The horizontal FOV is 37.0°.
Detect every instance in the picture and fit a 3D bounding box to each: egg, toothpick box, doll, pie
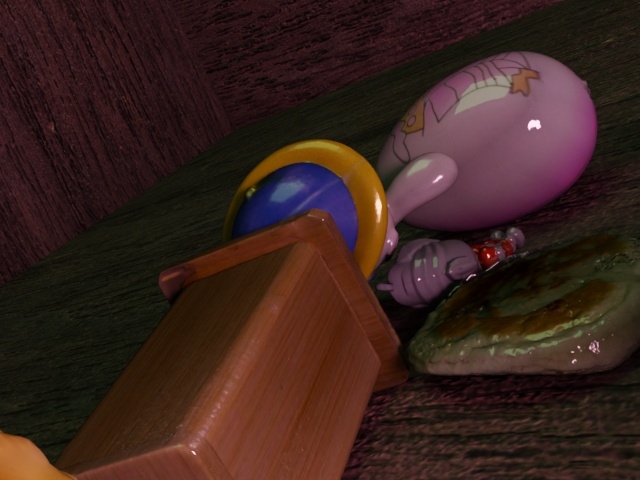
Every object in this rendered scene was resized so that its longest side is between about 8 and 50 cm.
[{"bbox_3d":[0.190,-0.113,1.129,0.271,0.196,0.196,-13,19,25],"label":"egg"},{"bbox_3d":[-0.069,0.139,0.766,0.190,0.187,0.308,-20,20,25],"label":"toothpick box"},{"bbox_3d":[-0.026,0.011,0.997,0.311,0.159,0.242,-52,-6,24],"label":"doll"},{"bbox_3d":[0.183,0.062,0.821,0.240,0.054,0.240,-24,13,6],"label":"pie"},{"bbox_3d":[0.137,0.027,0.996,0.180,0.079,0.094,-20,2,-25],"label":"doll"}]

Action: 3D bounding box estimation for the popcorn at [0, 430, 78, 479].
[{"bbox_3d":[-0.261,0.253,0.427,0.390,0.344,0.354,-50,-15,-9],"label":"popcorn"}]
